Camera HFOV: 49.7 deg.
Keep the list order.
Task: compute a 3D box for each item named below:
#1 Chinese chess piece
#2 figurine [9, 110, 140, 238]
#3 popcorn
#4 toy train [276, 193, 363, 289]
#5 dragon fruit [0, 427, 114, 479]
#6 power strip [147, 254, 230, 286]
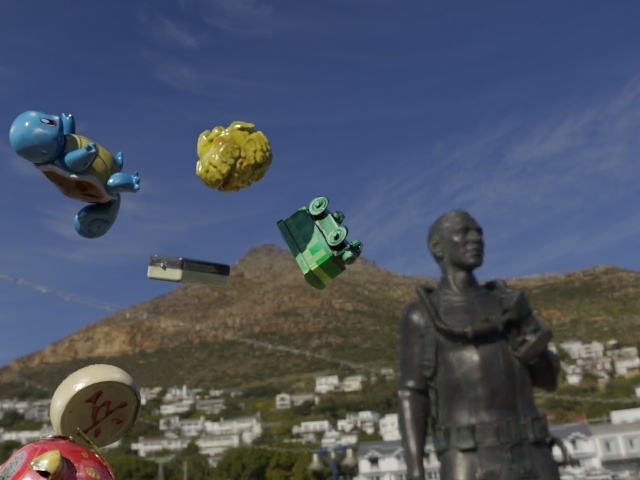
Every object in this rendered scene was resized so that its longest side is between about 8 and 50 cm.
[{"bbox_3d":[-0.639,0.473,1.970,0.249,0.250,0.103,15,13,-38],"label":"Chinese chess piece"},{"bbox_3d":[-0.647,-0.203,1.890,0.242,0.298,0.416,-29,-49,-5],"label":"figurine"},{"bbox_3d":[-0.251,-0.235,1.974,0.200,0.226,0.203,29,-14,-33],"label":"popcorn"},{"bbox_3d":[0.000,0.000,2.109,0.202,0.301,0.120,-37,-47,6],"label":"toy train"},{"bbox_3d":[-0.622,0.551,1.525,0.290,0.291,0.189,-19,-65,32],"label":"dragon fruit"},{"bbox_3d":[-0.341,0.081,1.795,0.105,0.070,0.256,3,-7,22],"label":"power strip"}]
